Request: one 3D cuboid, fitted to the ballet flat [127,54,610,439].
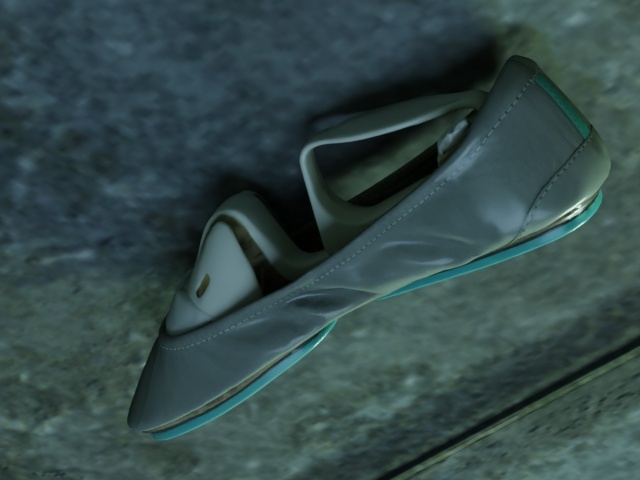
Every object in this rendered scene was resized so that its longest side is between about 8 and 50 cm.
[{"bbox_3d":[0.000,0.000,0.608,0.213,0.072,0.068,-29,106,28],"label":"ballet flat"}]
